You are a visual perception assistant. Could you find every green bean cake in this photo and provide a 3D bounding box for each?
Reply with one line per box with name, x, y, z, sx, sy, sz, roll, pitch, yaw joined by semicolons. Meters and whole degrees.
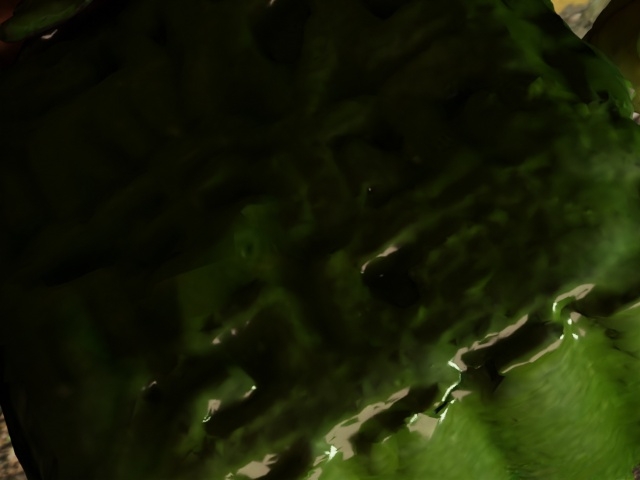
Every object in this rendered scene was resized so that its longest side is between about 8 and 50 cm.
green bean cake;0.000;0.000;0.794;0.335;0.319;0.218;-35;144;1

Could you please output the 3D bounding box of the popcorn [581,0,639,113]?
popcorn;0.253;-0.206;0.791;0.274;0.335;0.279;-23;107;-38
